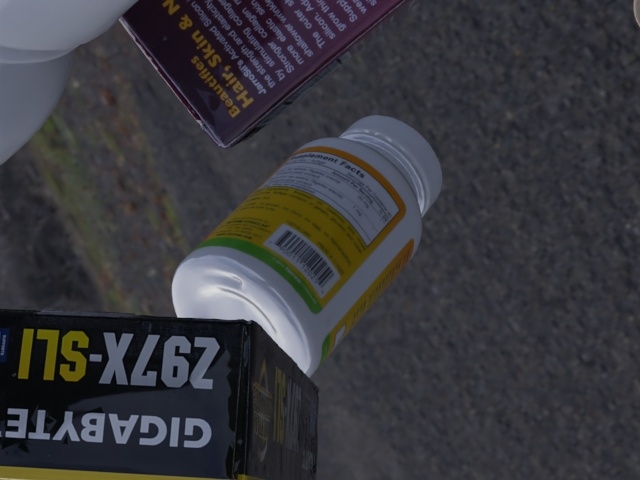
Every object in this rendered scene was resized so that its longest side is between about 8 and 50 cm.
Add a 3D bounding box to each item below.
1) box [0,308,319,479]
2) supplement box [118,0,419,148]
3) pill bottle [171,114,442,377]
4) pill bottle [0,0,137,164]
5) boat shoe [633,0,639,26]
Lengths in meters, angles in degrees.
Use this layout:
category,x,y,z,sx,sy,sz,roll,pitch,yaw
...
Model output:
category,x,y,z,sx,sy,sz,roll,pitch,yaw
box,-0.140,0.093,0.710,0.322,0.257,0.079,69,-158,-78
supplement box,0.005,-0.135,0.544,0.104,0.188,0.081,51,-174,-2
pill bottle,0.000,0.000,1.131,0.136,0.246,0.136,23,137,23
pill bottle,-0.180,-0.064,0.421,0.283,0.160,0.160,-31,91,30
boat shoe,0.323,-0.249,0.911,0.122,0.110,0.341,48,151,14
